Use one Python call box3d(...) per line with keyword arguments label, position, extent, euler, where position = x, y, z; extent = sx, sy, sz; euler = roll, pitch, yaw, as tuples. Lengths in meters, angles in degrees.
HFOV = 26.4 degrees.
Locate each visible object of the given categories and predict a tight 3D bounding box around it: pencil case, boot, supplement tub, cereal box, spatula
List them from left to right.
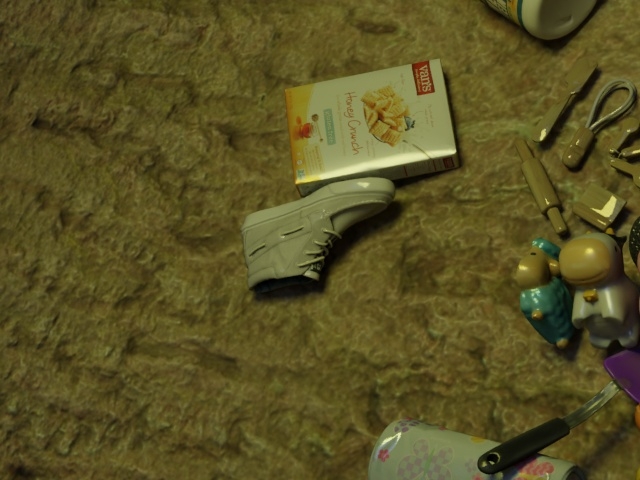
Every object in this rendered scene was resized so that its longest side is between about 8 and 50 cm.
box3d(label="boot", position=(0.000, 0.000, 1.987), extent=(0.258, 0.095, 0.123), euler=(-19, 64, 30))
box3d(label="cereal box", position=(0.074, -0.166, 2.008), extent=(0.240, 0.047, 0.173), euler=(-12, 61, 8))
box3d(label="pencil case", position=(0.195, 0.306, 1.700), extent=(0.273, 0.113, 0.124), euler=(12, 85, 33))
box3d(label="supplement tub", position=(0.291, -0.392, 1.969), extent=(0.144, 0.144, 0.200), euler=(-48, 52, 1))
box3d(label="spatula", position=(0.315, 0.208, 1.655), extent=(0.296, 0.030, 0.084), euler=(-28, 53, -15))

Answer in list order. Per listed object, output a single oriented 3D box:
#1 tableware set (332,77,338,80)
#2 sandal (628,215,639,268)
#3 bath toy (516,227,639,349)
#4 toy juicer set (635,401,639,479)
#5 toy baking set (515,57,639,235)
box3d(label="tableware set", position=(0.038, -0.152, 2.061), extent=(0.128, 0.039, 0.194), euler=(2, 68, 31))
box3d(label="sandal", position=(0.457, 0.042, 1.728), extent=(0.067, 0.040, 0.179), euler=(-50, 65, 25))
box3d(label="bath toy", position=(0.416, 0.044, 1.662), extent=(0.348, 0.151, 0.129), euler=(-5, 48, 37))
box3d(label="toy juicer set", position=(0.469, 0.279, 1.537), extent=(0.209, 0.089, 0.329), euler=(-16, 59, -2))
box3d(label="toy baking set", position=(0.366, -0.125, 1.870), extent=(0.197, 0.030, 0.256), euler=(-31, 55, 10))
